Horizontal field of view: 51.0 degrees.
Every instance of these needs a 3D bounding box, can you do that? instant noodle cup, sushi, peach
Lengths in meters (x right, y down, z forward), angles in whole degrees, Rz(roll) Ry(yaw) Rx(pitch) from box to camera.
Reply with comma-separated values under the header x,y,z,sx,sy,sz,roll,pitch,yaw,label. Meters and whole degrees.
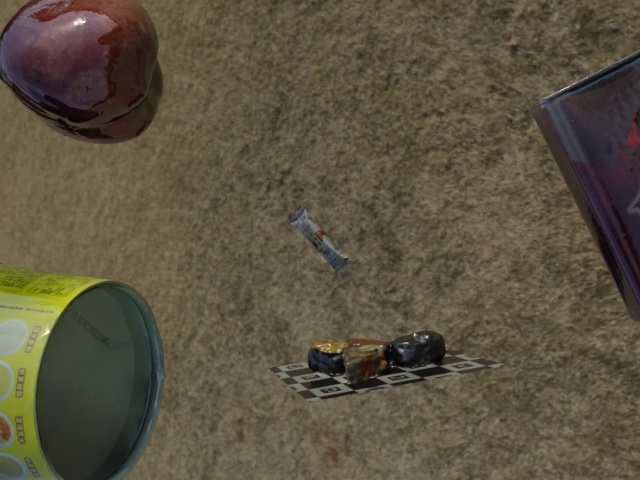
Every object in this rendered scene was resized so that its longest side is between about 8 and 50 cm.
x,y,z,sx,sy,sz,roll,pitch,yaw,label
-0.335,0.164,0.766,0.222,0.311,0.311,-1,92,19,instant noodle cup
0.102,0.210,1.270,0.343,0.359,0.064,175,89,-74,sushi
-0.222,-0.157,0.619,0.152,0.152,0.152,5,97,51,peach

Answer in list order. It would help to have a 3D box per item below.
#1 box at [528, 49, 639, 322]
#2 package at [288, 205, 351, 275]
x,y,z,sx,sy,sz,roll,pitch,yaw,label
0.288,-0.048,0.591,0.069,0.120,0.224,-63,-53,-85,box
0.000,0.000,0.963,0.110,0.015,0.037,47,126,8,package
